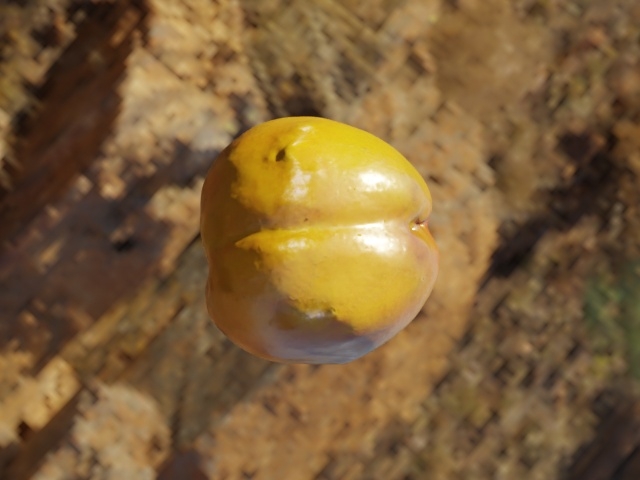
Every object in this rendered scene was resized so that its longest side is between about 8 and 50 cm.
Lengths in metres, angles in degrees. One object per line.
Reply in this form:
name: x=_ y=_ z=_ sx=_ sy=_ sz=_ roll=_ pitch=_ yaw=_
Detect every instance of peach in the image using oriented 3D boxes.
peach: x=0.000 y=0.000 z=1.091 sx=0.138 sy=0.138 sz=0.138 roll=-41 pitch=158 yaw=-21
